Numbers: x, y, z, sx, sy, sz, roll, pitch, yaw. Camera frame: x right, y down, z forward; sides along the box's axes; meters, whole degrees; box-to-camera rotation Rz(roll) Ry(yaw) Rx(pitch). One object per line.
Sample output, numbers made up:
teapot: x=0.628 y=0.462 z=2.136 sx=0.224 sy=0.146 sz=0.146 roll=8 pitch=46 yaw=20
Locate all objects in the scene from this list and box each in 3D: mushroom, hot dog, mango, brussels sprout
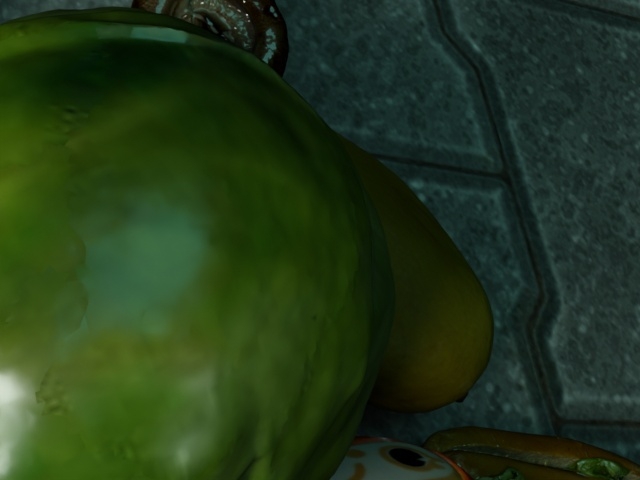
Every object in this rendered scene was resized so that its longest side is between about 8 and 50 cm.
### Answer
mushroom: x=-0.097 y=-0.150 z=1.147 sx=0.135 sy=0.080 sz=0.171 roll=25 pitch=56 yaw=-4
hot dog: x=0.189 y=0.203 z=1.142 sx=0.249 sy=0.068 sz=0.100 roll=15 pitch=55 yaw=-29
mango: x=0.003 y=0.005 z=1.048 sx=0.331 sy=0.142 sz=0.195 roll=41 pitch=14 yaw=-23
brussels sprout: x=-0.146 y=0.040 z=0.766 sx=0.342 sy=0.361 sz=0.425 roll=46 pitch=40 yaw=4

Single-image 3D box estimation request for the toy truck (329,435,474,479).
toy truck: x=0.064 y=0.233 z=0.904 sx=0.189 sy=0.239 sz=0.265 roll=-9 pitch=68 yaw=-41
